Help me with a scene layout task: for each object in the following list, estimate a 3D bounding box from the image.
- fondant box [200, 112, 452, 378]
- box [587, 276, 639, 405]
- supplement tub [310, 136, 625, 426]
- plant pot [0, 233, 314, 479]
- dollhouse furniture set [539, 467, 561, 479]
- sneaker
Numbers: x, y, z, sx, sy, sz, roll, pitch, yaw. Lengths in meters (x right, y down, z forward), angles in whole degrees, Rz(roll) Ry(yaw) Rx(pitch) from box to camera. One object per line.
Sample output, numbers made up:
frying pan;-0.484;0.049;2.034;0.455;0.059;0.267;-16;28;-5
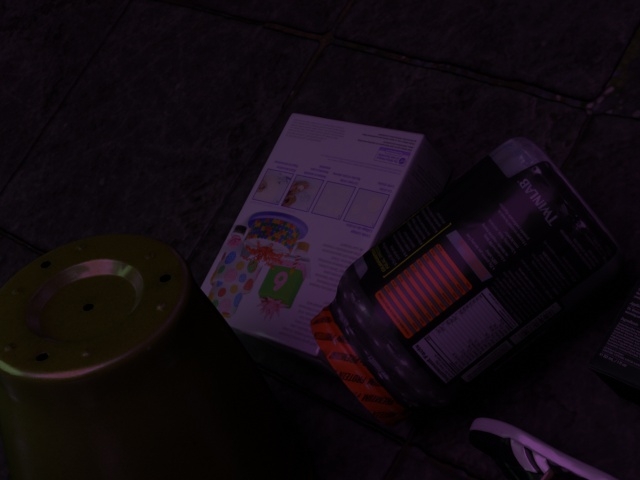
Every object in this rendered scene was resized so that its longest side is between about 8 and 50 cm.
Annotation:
fondant box;0.000;0.000;1.652;0.238;0.096;0.330;15;70;39
box;0.444;0.119;1.267;0.261;0.103;0.184;25;81;42
supplement tub;0.167;0.054;1.427;0.338;0.207;0.207;-39;48;8
plant pot;-0.223;0.194;1.421;0.367;0.353;0.366;-9;38;7
dollhouse furniture set;0.323;0.301;1.165;0.262;0.135;0.259;35;85;26
sneaker;0.229;0.282;1.325;0.217;0.079;0.121;21;74;40
